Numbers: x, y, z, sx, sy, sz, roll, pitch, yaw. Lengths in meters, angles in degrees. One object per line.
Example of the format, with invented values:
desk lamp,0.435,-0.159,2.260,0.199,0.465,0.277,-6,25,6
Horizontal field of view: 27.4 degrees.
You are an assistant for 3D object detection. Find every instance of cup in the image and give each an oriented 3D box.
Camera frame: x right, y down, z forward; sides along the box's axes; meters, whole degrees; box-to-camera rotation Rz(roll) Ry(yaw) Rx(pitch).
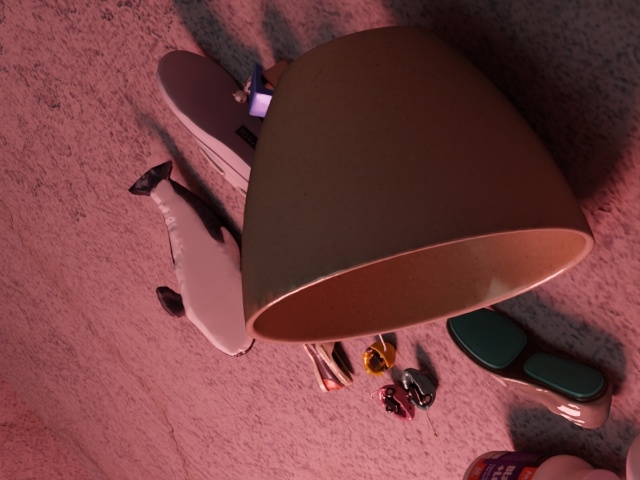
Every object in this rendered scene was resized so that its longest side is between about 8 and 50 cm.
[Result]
cup,0.066,-0.061,1.245,0.331,0.331,0.236,139,121,-61

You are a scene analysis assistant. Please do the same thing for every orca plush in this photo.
orca plush,-0.172,0.031,1.864,0.287,0.151,0.102,48,-178,4

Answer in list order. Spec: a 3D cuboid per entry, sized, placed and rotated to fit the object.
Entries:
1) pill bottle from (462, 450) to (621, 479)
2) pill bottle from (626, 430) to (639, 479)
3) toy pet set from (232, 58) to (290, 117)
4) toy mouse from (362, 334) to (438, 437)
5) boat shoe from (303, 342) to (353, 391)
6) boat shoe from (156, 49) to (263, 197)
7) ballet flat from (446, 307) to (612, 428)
pill bottle,0.257,0.298,1.506,0.193,0.108,0.108,-12,111,58
pill bottle,0.369,0.255,1.253,0.152,0.152,0.272,28,142,39
toy pet set,-0.055,-0.147,1.535,0.122,0.065,0.114,45,150,15
toy mouse,0.111,0.191,1.686,0.143,0.031,0.161,46,150,15
boat shoe,0.003,0.144,1.785,0.043,0.049,0.137,-16,111,15
boat shoe,-0.115,-0.121,1.620,0.258,0.095,0.084,50,147,10
ballet flat,0.223,0.142,1.432,0.213,0.072,0.068,29,146,37
